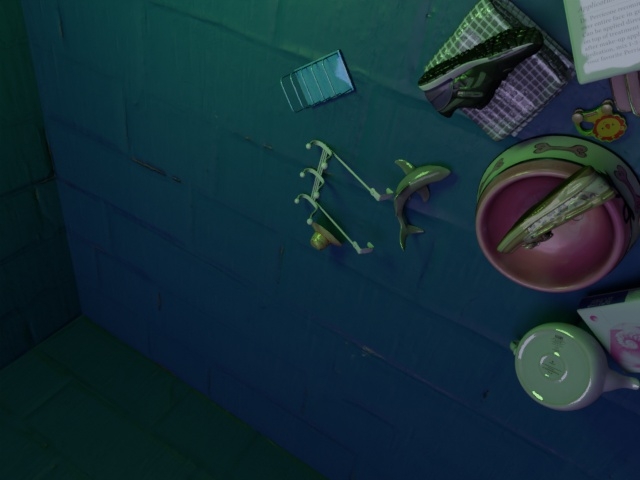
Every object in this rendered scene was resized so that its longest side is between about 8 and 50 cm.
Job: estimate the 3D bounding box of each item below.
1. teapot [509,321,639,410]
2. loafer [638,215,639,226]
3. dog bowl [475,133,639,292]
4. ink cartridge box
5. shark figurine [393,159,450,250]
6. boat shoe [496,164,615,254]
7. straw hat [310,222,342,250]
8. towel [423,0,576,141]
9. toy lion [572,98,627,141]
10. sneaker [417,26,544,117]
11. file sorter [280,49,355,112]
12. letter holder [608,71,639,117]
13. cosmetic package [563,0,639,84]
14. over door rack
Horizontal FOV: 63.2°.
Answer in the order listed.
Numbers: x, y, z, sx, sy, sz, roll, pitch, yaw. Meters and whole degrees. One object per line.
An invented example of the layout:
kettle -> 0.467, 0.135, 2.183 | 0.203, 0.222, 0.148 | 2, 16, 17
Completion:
teapot -> 0.681, 0.345, 1.449 | 0.252, 0.187, 0.256 | -45, 54, 36
loafer -> 0.854, -0.023, 1.144 | 0.268, 0.092, 0.102 | 11, 122, 16
dog bowl -> 0.577, -0.048, 1.310 | 0.407, 0.150, 0.409 | 18, 128, 25
ink cartridge box -> 0.876, 0.250, 1.289 | 0.330, 0.071, 0.324 | 50, 147, -8
shark figurine -> 0.247, -0.118, 1.528 | 0.166, 0.116, 0.278 | 31, 130, 17
boat shoe -> 0.519, -0.045, 1.178 | 0.089, 0.104, 0.285 | 45, 134, 6
straw hat -> 0.000, 0.000, 1.761 | 0.144, 0.061, 0.144 | 36, 172, 6
towel -> 0.414, -0.394, 1.217 | 0.283, 0.121, 0.235 | 44, 135, 3
toy lion -> 0.646, -0.269, 1.200 | 0.100, 0.034, 0.096 | -13, 118, 40
sneaker -> 0.364, -0.361, 1.146 | 0.283, 0.107, 0.124 | -12, 126, 47
file sorter -> -0.013, -0.451, 1.495 | 0.170, 0.104, 0.118 | -9, 112, 39
letter holder -> 0.655, -0.391, 1.009 | 0.214, 0.152, 0.302 | 2, 116, 42
cosmetic package -> 0.506, -0.513, 0.829 | 0.229, 0.161, 0.454 | -4, 112, 40
over door rack -> 0.049, -0.131, 1.622 | 0.324, 0.108, 0.240 | 40, 136, 25
